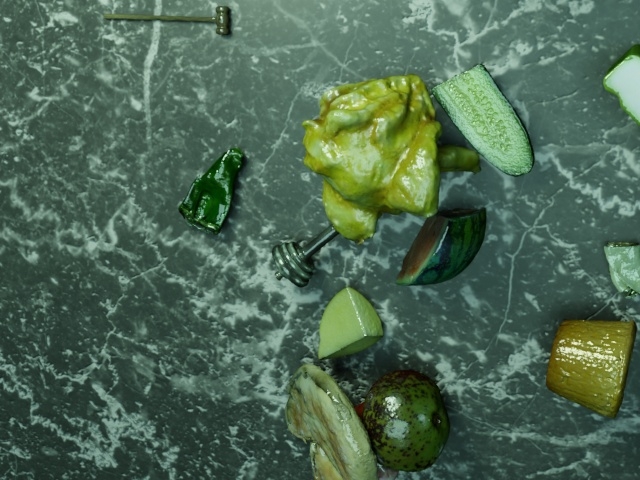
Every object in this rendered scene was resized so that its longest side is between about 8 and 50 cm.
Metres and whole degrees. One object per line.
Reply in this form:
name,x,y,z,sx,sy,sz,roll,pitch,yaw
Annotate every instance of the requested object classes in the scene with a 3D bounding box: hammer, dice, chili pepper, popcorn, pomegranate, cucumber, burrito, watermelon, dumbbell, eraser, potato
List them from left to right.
hammer,-0.332,-0.473,1.698,0.292,0.029,0.058,6,103,14
chili pepper,-0.228,-0.106,1.745,0.108,0.062,0.216,33,109,-3
dumbbell,0.000,0.000,1.696,0.254,0.110,0.110,-40,92,13
potato,0.057,0.184,1.754,0.149,0.081,0.120,-33,63,35
dice,0.119,0.516,1.796,0.093,0.091,0.094,39,110,2
popcorn,0.130,-0.170,1.509,0.321,0.326,0.290,-26,126,3
pomegranate,0.154,0.383,1.712,0.247,0.214,0.214,-3,104,39
watermelon,0.248,0.030,1.613,0.128,0.146,0.231,29,106,5
cucumber,0.334,-0.231,1.569,0.115,0.063,0.244,-33,94,24
burrito,0.609,0.059,1.584,0.074,0.044,0.118,-8,99,13
eraser,0.597,-0.246,1.396,0.210,0.274,0.092,46,118,2

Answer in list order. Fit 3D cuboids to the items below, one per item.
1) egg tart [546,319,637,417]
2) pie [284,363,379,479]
egg tart,0.539,0.239,1.583,0.147,0.202,0.203,14,107,24
pie,0.023,0.423,1.712,0.337,0.075,0.338,36,136,44
